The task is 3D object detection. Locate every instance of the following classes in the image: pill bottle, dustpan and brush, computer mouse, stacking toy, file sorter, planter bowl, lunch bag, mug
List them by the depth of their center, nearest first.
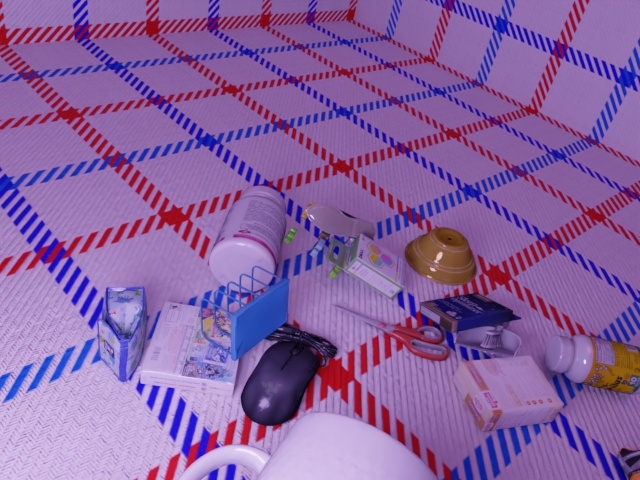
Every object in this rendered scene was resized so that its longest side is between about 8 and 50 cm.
[{"bbox_3d":[-0.048,0.437,0.809,0.374,0.276,0.328,27,45,15],"label":"mug"},{"bbox_3d":[-0.396,0.187,1.153,0.097,0.128,0.151,-1,40,-20],"label":"lunch bag"},{"bbox_3d":[-0.078,0.263,1.203,0.189,0.072,0.272,20,36,7],"label":"computer mouse"},{"bbox_3d":[-0.160,0.146,1.216,0.105,0.118,0.170,23,36,28],"label":"file sorter"},{"bbox_3d":[0.654,0.289,1.365,0.209,0.117,0.117,13,36,-2],"label":"pill bottle"},{"bbox_3d":[0.431,0.231,1.411,0.147,0.060,0.211,9,2,31],"label":"dustpan and brush"},{"bbox_3d":[-0.174,-0.014,1.469,0.161,0.160,0.283,12,36,-2],"label":"pill bottle"},{"bbox_3d":[0.000,0.000,1.546,0.167,0.052,0.221,37,35,-4],"label":"stacking toy"},{"bbox_3d":[0.360,0.025,1.650,0.217,0.090,0.217,9,36,-7],"label":"planter bowl"}]

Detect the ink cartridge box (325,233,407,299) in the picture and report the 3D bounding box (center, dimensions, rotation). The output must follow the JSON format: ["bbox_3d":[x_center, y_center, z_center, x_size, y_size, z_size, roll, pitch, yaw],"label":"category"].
[{"bbox_3d":[0.123,0.054,1.499,0.209,0.062,0.109,32,36,-11],"label":"ink cartridge box"}]

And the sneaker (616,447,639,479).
[{"bbox_3d":[0.720,0.455,1.198,0.215,0.084,0.083,-3,34,-20],"label":"sneaker"}]

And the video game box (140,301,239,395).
[{"bbox_3d":[-0.262,0.225,1.217,0.187,0.048,0.205,8,36,-4],"label":"video game box"}]

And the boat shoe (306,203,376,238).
[{"bbox_3d":[0.049,-0.048,1.564,0.206,0.075,0.065,17,-2,-21],"label":"boat shoe"}]

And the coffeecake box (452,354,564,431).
[{"bbox_3d":[0.411,0.334,1.268,0.186,0.068,0.142,-1,38,-19],"label":"coffeecake box"}]

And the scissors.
[{"bbox_3d":[0.165,0.219,1.383,0.297,0.021,0.109,15,38,-1],"label":"scissors"}]

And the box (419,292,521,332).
[{"bbox_3d":[0.384,0.178,1.459,0.226,0.036,0.136,-5,17,-25],"label":"box"}]
